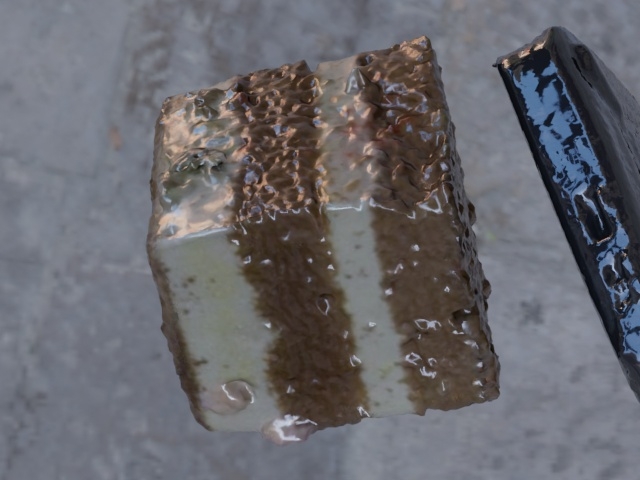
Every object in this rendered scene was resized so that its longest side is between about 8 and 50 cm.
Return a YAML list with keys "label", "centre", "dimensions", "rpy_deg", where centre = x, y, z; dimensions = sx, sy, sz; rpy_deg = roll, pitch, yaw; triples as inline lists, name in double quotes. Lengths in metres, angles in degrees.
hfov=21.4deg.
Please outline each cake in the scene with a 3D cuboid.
- label: "cake"
  centre: [0.000, 0.000, 1.528]
  dimensions: [0.290, 0.282, 0.255]
  rpy_deg: [-9, 36, 5]

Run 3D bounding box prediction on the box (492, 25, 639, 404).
- label: "box"
  centre: [0.278, 0.020, 1.415]
  dimensions: [0.091, 0.359, 0.350]
  rpy_deg: [-28, 63, 18]
